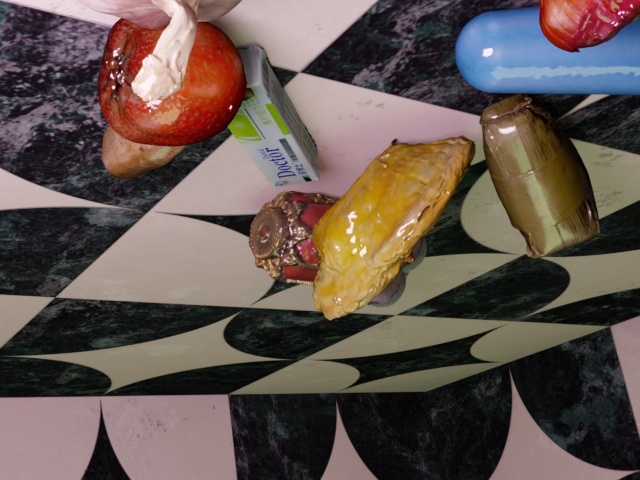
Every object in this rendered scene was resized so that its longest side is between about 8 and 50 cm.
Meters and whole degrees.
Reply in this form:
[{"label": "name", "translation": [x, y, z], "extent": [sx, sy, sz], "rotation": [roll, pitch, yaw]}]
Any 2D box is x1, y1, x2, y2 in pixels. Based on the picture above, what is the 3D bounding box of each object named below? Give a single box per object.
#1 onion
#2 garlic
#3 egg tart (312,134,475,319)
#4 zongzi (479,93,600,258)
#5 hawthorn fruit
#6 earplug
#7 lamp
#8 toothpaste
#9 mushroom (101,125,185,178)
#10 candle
[{"label": "onion", "translation": [0.312, -0.316, 0.916], "extent": [0.230, 0.163, 0.230], "rotation": [-38, 178, -2]}, {"label": "garlic", "translation": [-0.140, -0.246, 0.778], "extent": [0.245, 0.253, 0.245], "rotation": [-2, 167, -1]}, {"label": "egg tart", "translation": [0.114, -0.050, 1.443], "extent": [0.339, 0.153, 0.351], "rotation": [-47, 179, -43]}, {"label": "zongzi", "translation": [0.360, -0.155, 1.469], "extent": [0.145, 0.300, 0.273], "rotation": [-19, 117, 23]}, {"label": "hawthorn fruit", "translation": [-0.168, -0.191, 1.042], "extent": [0.188, 0.169, 0.169], "rotation": [-1, 160, -43]}, {"label": "earplug", "translation": [0.311, -0.249, 1.134], "extent": [0.273, 0.132, 0.132], "rotation": [-3, 159, -4]}, {"label": "lamp", "translation": [0.000, 0.000, 1.620], "extent": [0.274, 0.177, 0.177], "rotation": [7, 155, -40]}, {"label": "toothpaste", "translation": [-0.076, -0.168, 1.270], "extent": [0.081, 0.067, 0.336], "rotation": [-9, 160, 10]}, {"label": "mushroom", "translation": [-0.248, -0.145, 1.234], "extent": [0.210, 0.094, 0.072], "rotation": [-19, 161, 38]}, {"label": "candle", "translation": [0.120, 0.036, 1.801], "extent": [0.169, 0.192, 0.068], "rotation": [31, 175, 24]}]
